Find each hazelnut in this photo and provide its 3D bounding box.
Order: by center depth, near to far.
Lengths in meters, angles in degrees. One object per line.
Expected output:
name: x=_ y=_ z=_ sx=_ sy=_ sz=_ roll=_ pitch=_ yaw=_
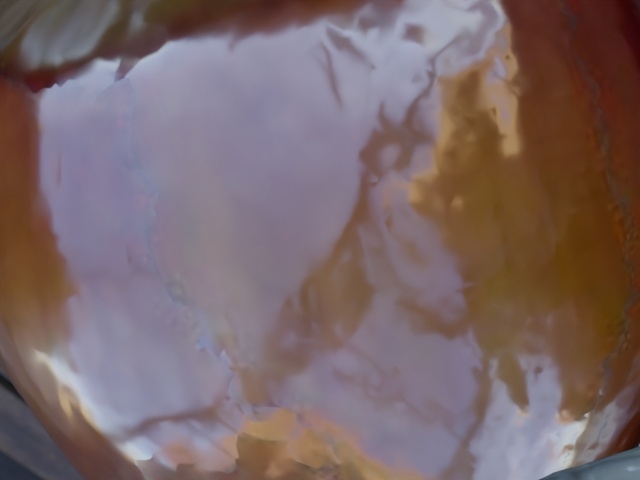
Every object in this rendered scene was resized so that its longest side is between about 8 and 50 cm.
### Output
hazelnut: x=-0.003 y=-0.009 z=0.737 sx=0.366 sy=0.366 sz=0.366 roll=6 pitch=117 yaw=11

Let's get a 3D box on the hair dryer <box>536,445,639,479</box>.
hair dryer: x=0.211 y=0.052 z=0.513 sx=0.357 sy=0.107 sz=0.173 roll=-13 pitch=119 yaw=-12
